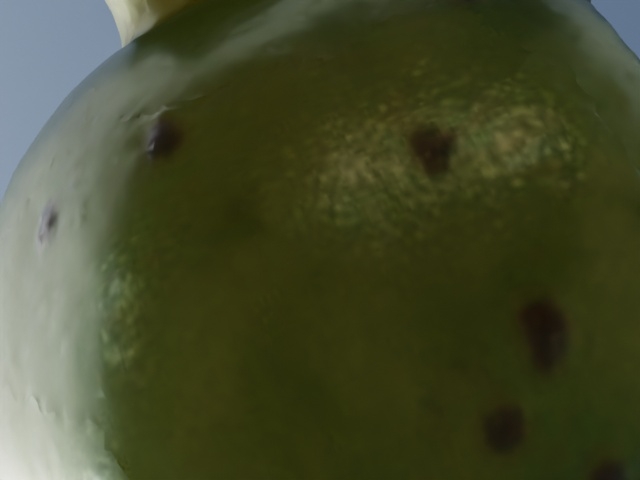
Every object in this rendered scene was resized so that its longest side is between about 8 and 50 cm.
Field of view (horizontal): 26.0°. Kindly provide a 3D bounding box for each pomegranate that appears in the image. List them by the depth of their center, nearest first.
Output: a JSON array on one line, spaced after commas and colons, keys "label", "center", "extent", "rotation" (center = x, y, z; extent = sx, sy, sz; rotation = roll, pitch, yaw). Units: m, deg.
[{"label": "pomegranate", "center": [0.000, 0.000, 0.442], "extent": [0.260, 0.260, 0.341], "rotation": [-34, -92, 2]}]
